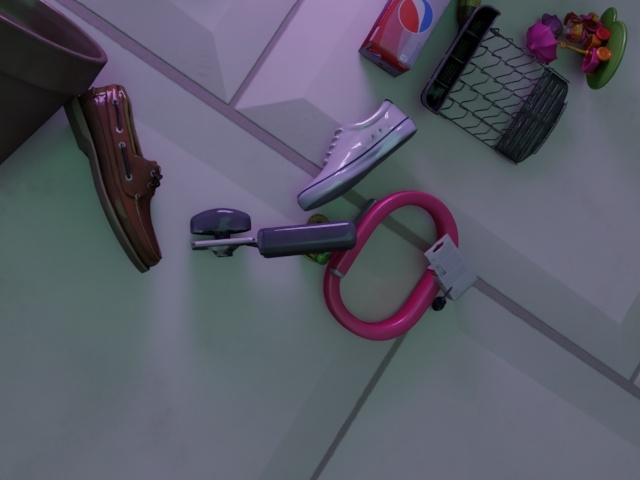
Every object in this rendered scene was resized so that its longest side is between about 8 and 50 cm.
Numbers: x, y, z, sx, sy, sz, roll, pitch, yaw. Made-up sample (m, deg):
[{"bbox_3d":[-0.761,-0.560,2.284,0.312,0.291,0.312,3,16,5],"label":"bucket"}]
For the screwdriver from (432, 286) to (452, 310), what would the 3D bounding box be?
[{"bbox_3d":[0.225,0.105,1.145,0.025,0.170,0.024,31,76,5],"label":"screwdriver"}]

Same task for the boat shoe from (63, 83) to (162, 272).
[{"bbox_3d":[-0.309,-0.102,1.028,0.104,0.111,0.307,-22,98,-10],"label":"boat shoe"}]

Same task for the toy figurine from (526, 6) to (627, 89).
[{"bbox_3d":[0.473,-0.388,1.211,0.159,0.130,0.173,13,69,-5],"label":"toy figurine"}]

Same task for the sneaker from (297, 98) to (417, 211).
[{"bbox_3d":[0.050,-0.153,1.134,0.258,0.094,0.091,-38,83,-13],"label":"sneaker"}]

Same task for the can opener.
[{"bbox_3d":[-0.082,-0.020,1.080,0.284,0.076,0.095,-6,82,2],"label":"can opener"}]

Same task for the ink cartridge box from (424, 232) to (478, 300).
[{"bbox_3d":[0.233,0.048,1.163,0.063,0.029,0.115,-40,109,-12],"label":"ink cartridge box"}]

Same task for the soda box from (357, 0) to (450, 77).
[{"bbox_3d":[0.177,-0.431,1.140,0.092,0.083,0.263,31,87,-13],"label":"soda box"}]

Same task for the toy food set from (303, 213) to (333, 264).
[{"bbox_3d":[0.000,0.000,1.156,0.083,0.020,0.083,37,84,-13],"label":"toy food set"}]

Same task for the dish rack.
[{"bbox_3d":[0.335,-0.274,1.179,0.272,0.074,0.208,30,97,-15],"label":"dish rack"}]

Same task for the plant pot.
[{"bbox_3d":[-0.513,-0.231,0.892,0.323,0.323,0.280,33,101,-13],"label":"plant pot"}]

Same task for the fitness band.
[{"bbox_3d":[0.133,0.044,1.164,0.209,0.054,0.291,36,85,-19],"label":"fitness band"}]

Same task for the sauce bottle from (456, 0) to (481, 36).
[{"bbox_3d":[0.276,-0.435,1.185,0.042,0.042,0.128,9,98,-14],"label":"sauce bottle"}]
